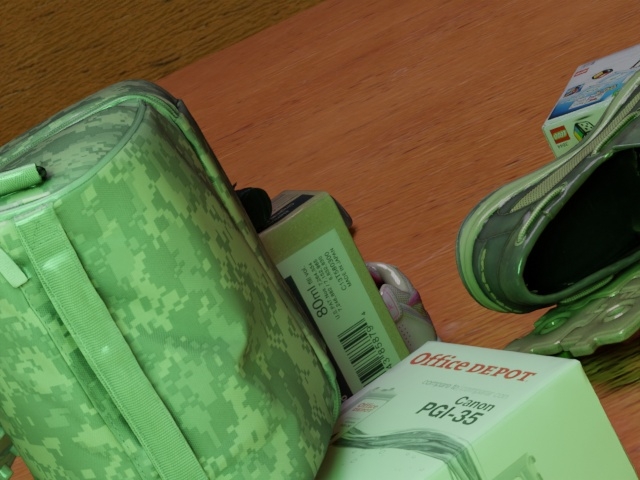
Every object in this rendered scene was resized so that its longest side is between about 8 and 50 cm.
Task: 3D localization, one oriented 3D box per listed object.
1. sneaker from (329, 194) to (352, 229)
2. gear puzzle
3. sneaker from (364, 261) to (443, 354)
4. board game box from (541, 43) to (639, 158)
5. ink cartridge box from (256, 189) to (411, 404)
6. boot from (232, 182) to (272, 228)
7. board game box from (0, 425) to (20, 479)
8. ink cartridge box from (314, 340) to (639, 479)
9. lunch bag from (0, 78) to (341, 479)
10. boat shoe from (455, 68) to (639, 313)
[{"bbox_3d":[0.000,0.000,2.210,0.061,0.054,0.152,-39,10,14],"label":"sneaker"},{"bbox_3d":[0.247,0.065,1.608,0.339,0.044,0.175,-36,11,-33],"label":"gear puzzle"},{"bbox_3d":[0.044,0.066,1.801,0.103,0.111,0.252,-31,16,-14],"label":"sneaker"},{"bbox_3d":[0.403,-0.185,2.127,0.305,0.053,0.193,-19,17,27],"label":"board game box"},{"bbox_3d":[-0.034,0.105,1.574,0.193,0.235,0.088,-34,16,-22],"label":"ink cartridge box"},{"bbox_3d":[-0.106,-0.011,1.542,0.121,0.045,0.099,-28,16,-34],"label":"boot"},{"bbox_3d":[-0.330,0.265,1.514,0.390,0.050,0.390,-46,-8,-45],"label":"board game box"},{"bbox_3d":[0.049,0.194,1.376,0.283,0.117,0.207,-34,17,-24],"label":"ink cartridge box"},{"bbox_3d":[-0.128,0.060,1.314,0.212,0.305,0.256,-28,15,1],"label":"lunch bag"},{"bbox_3d":[0.281,-0.050,1.652,0.355,0.132,0.130,-40,20,-6],"label":"boat shoe"}]
